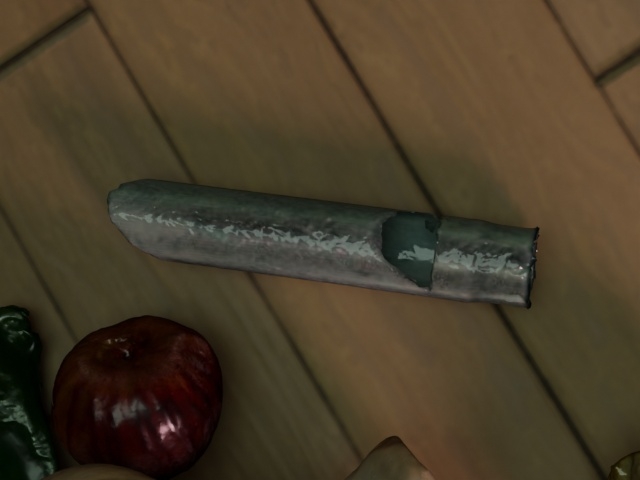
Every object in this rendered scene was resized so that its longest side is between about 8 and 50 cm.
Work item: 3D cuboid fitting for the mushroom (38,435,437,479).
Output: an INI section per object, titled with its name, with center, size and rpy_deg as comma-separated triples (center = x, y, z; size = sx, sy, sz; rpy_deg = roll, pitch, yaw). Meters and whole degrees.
[mushroom]
center = -0.080, 0.279, 0.968
size = 0.356, 0.315, 0.315
rpy_deg = -30, 83, 29

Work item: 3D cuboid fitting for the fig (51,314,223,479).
[fig]
center = -0.131, 0.128, 1.082
size = 0.128, 0.128, 0.150
rpy_deg = 5, 88, 11

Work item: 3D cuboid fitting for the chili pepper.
[chili pepper]
center = -0.233, 0.156, 1.136
size = 0.108, 0.062, 0.216
rpy_deg = 3, 89, 5

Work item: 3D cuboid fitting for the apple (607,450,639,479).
[apple]
center = 0.259, 0.206, 0.992
size = 0.147, 0.156, 0.158
rpy_deg = 6, 75, -3

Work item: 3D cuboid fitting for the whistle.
[whistle]
center = 0.000, 0.000, 1.092
size = 0.312, 0.062, 0.062
rpy_deg = 7, 90, 11
